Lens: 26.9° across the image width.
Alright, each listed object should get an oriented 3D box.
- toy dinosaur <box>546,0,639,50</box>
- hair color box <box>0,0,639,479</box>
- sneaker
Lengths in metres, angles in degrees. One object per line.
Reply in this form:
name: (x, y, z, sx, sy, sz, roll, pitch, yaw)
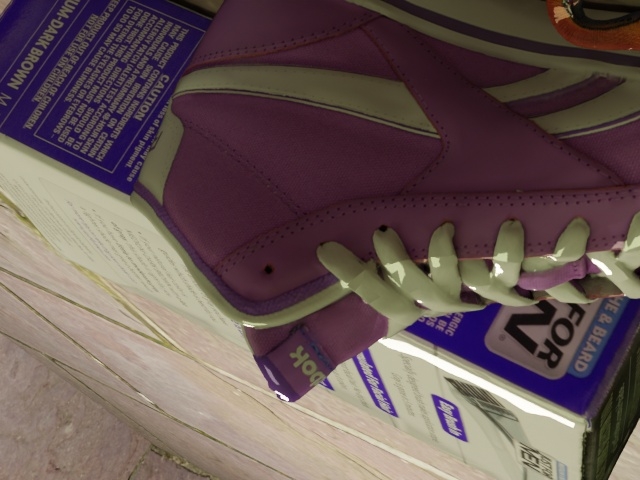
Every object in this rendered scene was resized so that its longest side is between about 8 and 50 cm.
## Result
toy dinosaur: (0.100, -0.061, 0.356, 0.082, 0.090, 0.047, -13, 128, 22)
hair color box: (0.000, 0.000, 0.661, 0.339, 0.110, 0.185, 27, 163, 20)
sneaker: (0.062, 0.003, 0.452, 0.282, 0.161, 0.102, 20, 161, 29)
